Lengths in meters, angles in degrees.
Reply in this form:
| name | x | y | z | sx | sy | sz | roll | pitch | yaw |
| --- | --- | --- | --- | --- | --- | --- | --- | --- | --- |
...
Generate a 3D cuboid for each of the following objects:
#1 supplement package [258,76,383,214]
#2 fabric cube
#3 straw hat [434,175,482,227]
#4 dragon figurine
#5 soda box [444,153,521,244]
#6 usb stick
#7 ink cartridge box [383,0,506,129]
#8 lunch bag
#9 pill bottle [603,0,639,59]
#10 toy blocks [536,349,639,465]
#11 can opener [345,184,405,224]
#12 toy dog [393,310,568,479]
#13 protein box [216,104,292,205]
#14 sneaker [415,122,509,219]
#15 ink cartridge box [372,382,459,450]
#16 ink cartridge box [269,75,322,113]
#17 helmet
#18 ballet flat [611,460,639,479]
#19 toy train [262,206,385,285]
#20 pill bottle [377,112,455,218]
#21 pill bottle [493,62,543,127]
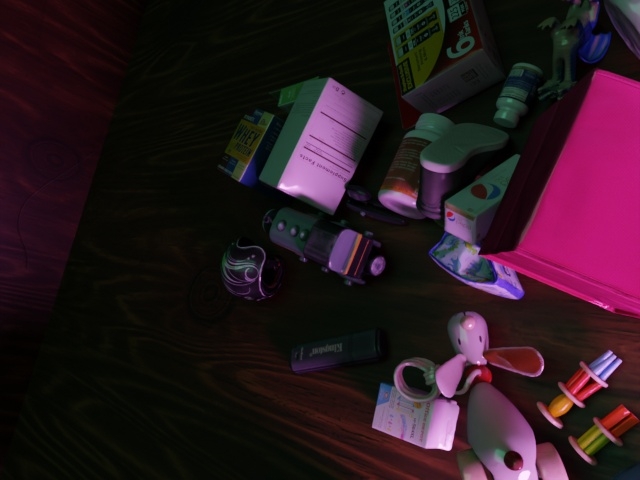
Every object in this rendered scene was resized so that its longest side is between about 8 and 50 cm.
| name | x | y | z | sx | sy | sz | roll | pitch | yaw |
| --- | --- | --- | --- | --- | --- | --- | --- | --- | --- |
| supplement package | -0.004 | -0.242 | 1.272 | 0.293 | 0.175 | 0.177 | -64 | 26 | 3 |
| fabric cube | 0.421 | -0.048 | 0.723 | 0.254 | 0.259 | 0.258 | 23 | 91 | 7 |
| straw hat | 0.304 | -0.064 | 1.029 | 0.144 | 0.061 | 0.144 | -10 | 56 | 15 |
| dragon figurine | 0.506 | -0.400 | 0.957 | 0.085 | 0.144 | 0.289 | 23 | 71 | 46 |
| soda box | 0.330 | -0.081 | 0.919 | 0.216 | 0.069 | 0.074 | -32 | 43 | -24 |
| usb stick | 0.035 | 0.263 | 1.158 | 0.278 | 0.045 | 0.077 | -20 | 62 | 36 |
| ink cartridge box | 0.260 | -0.467 | 1.178 | 0.272 | 0.130 | 0.309 | -25 | 59 | 35 |
| lunch bag | 0.306 | 0.050 | 0.936 | 0.096 | 0.129 | 0.151 | -54 | 46 | 13 |
| pill bottle | 0.646 | -0.438 | 0.788 | 0.301 | 0.169 | 0.169 | -34 | 54 | 28 |
| toy blocks | 0.443 | 0.260 | 0.781 | 0.148 | 0.054 | 0.123 | -51 | 47 | 15 |
| can opener | 0.134 | -0.077 | 1.194 | 0.186 | 0.073 | 0.059 | 30 | 87 | 35 |
| toy dog | 0.272 | 0.263 | 0.798 | 0.220 | 0.161 | 0.333 | -30 | 55 | -5 |
| protein box | -0.147 | -0.241 | 1.411 | 0.136 | 0.200 | 0.201 | 32 | 96 | 44 |
| sneaker | 0.280 | -0.139 | 0.991 | 0.104 | 0.296 | 0.147 | 29 | 132 | 30 |
| ink cartridge box | 0.190 | 0.341 | 0.955 | 0.143 | 0.090 | 0.092 | 4 | 76 | 44 |
| ink cartridge box | -0.052 | -0.408 | 1.453 | 0.209 | 0.109 | 0.062 | -2 | 72 | 42 |
| helmet | -0.198 | 0.078 | 1.361 | 0.161 | 0.169 | 0.169 | 10 | 80 | 27 |
| ballet flat | 0.443 | 0.394 | 0.725 | 0.248 | 0.086 | 0.086 | -40 | 51 | 26 |
| toy train | 0.000 | 0.000 | 1.190 | 0.334 | 0.190 | 0.142 | 24 | 90 | 45 |
| pill bottle | 0.222 | -0.167 | 1.094 | 0.121 | 0.121 | 0.216 | 17 | 79 | 45 |
| pill bottle | 0.408 | -0.300 | 1.021 | 0.067 | 0.067 | 0.120 | 25 | 92 | 45 |
